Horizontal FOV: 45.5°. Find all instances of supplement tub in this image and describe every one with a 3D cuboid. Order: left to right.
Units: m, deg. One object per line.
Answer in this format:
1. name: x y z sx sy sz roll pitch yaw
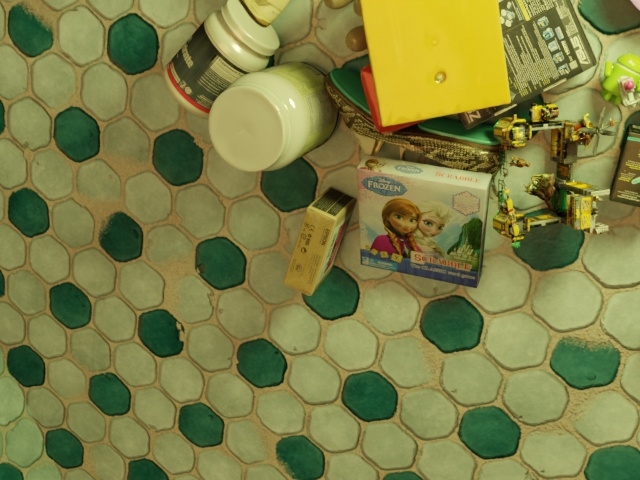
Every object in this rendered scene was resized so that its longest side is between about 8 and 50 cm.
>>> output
1. supplement tub: -0.254 -0.460 1.951 0.272 0.191 0.191 -40 90 28
2. supplement tub: -0.108 -0.304 1.867 0.235 0.325 0.236 9 113 21

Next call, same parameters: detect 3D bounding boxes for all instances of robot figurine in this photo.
1. robot figurine: 0.668 -0.359 1.684 0.101 0.067 0.115 24 116 -6

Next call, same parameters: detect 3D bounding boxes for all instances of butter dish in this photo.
1. butter dish: 0.178 -0.344 1.750 0.159 0.118 0.160 -19 105 0

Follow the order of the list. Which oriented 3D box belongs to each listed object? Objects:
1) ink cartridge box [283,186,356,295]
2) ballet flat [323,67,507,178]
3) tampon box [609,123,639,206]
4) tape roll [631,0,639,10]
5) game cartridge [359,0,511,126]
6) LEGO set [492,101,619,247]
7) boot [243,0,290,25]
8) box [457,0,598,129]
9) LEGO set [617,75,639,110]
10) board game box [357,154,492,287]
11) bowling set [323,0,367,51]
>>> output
1. ink cartridge box: 0.000 0.000 2.008 0.088 0.193 0.235 23 116 11
2. ballet flat: 0.210 -0.253 1.867 0.482 0.164 0.182 23 128 10
3. tampon box: 0.729 -0.163 1.709 0.120 0.101 0.161 15 114 17
4. tape roll: 0.757 -0.582 1.559 0.274 0.090 0.275 7 111 20
5. game cartridge: 0.241 -0.426 1.624 0.285 0.053 0.324 -9 104 8
6. LEGO set: 0.524 -0.137 1.706 0.254 0.192 0.332 0 103 -18
7. boot: -0.134 -0.694 1.878 0.203 0.095 0.262 -34 86 24
8. box: 0.375 -0.488 1.664 0.318 0.097 0.395 -27 105 10
9. LEGO set: 0.782 -0.343 1.598 0.287 0.107 0.132 -29 117 13
10. board game box: 0.253 -0.045 1.906 0.318 0.066 0.318 10 132 19
11. bowling set: 0.157 -0.502 1.761 0.199 0.154 0.287 -8 111 56
